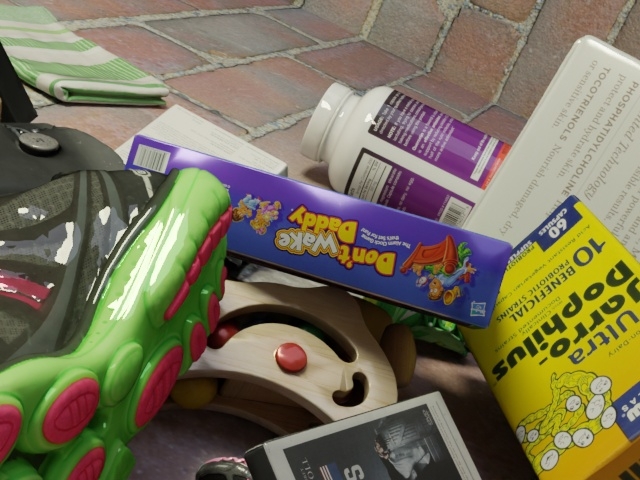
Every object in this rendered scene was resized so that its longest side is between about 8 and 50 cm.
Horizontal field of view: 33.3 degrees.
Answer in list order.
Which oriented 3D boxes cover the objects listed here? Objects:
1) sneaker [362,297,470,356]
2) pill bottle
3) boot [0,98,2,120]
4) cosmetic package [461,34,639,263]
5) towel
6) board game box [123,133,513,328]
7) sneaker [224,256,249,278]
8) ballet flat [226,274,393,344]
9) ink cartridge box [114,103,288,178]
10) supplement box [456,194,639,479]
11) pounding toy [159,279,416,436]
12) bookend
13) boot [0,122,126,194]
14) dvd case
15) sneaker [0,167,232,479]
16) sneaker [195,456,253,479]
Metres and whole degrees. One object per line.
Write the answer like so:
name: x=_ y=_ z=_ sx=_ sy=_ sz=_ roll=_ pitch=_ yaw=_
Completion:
sneaker: x=0.145 y=0.074 z=1.274 sx=0.123 sy=0.109 sz=0.295 roll=32 pitch=21 yaw=29
pill bottle: x=0.140 y=-0.116 z=1.633 sx=0.323 sy=0.181 sz=0.181 roll=27 pitch=21 yaw=7
boot: x=-0.495 y=-0.168 z=1.154 sx=0.305 sy=0.115 sz=0.112 roll=18 pitch=23 yaw=-14
cosmetic package: x=0.460 y=-0.012 z=1.439 sx=0.394 sy=0.327 sz=0.329 roll=34 pitch=7 yaw=23
towel: x=-0.420 y=-0.295 z=1.656 sx=0.325 sy=0.038 sz=0.248 roll=35 pitch=24 yaw=26
board game box: x=0.000 y=0.000 z=1.042 sx=0.347 sy=0.078 sz=0.233 roll=16 pitch=-3 yaw=7
sneaker: x=-0.095 y=-0.005 z=1.291 sx=0.089 sy=0.051 sz=0.170 roll=27 pitch=26 yaw=16
ballet flat: x=-0.036 y=0.090 z=1.101 sx=0.232 sy=0.080 sz=0.073 roll=10 pitch=31 yaw=-10
ink cartridge box: x=-0.175 y=-0.052 z=1.253 sx=0.181 sy=0.056 sz=0.224 roll=30 pitch=55 yaw=22
supplement box: x=0.298 y=0.142 z=1.076 sx=0.195 sy=0.194 sz=0.356 roll=42 pitch=12 yaw=-25
pounding toy: x=-0.031 y=0.141 z=0.977 sx=0.270 sy=0.155 sz=0.154 roll=6 pitch=54 yaw=-20
bookend: x=-0.447 y=-0.182 z=1.271 sx=0.072 sy=0.156 sz=0.157 roll=-82 pitch=149 yaw=-69
boot: x=-0.346 y=-0.017 z=0.940 sx=0.445 sy=0.146 sz=0.367 roll=6 pitch=28 yaw=-50
dvd case: x=0.059 y=0.218 z=0.826 sx=0.239 sy=0.029 sz=0.179 roll=-4 pitch=65 yaw=-53
sneaker: x=-0.222 y=0.087 z=0.733 sx=0.202 sy=0.185 sz=0.483 roll=11 pitch=27 yaw=14
sneaker: x=-0.050 y=0.212 z=0.824 sx=0.119 sy=0.047 sz=0.057 roll=28 pitch=32 yaw=14
